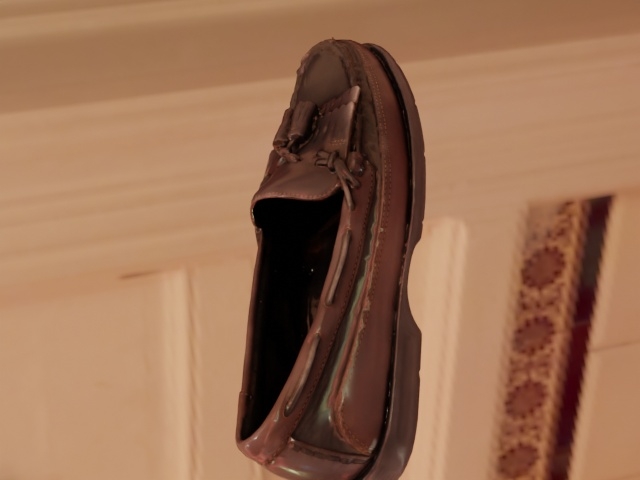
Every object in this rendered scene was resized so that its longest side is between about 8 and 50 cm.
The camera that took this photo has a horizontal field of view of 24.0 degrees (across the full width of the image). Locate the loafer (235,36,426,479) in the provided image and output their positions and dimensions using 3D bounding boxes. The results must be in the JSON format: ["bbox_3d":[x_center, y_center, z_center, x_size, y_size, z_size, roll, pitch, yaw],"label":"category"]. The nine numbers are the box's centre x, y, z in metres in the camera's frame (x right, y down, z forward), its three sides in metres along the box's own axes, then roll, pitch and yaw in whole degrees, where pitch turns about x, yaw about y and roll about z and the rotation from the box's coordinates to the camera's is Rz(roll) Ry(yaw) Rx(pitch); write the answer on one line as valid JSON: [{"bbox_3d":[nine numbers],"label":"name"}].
[{"bbox_3d":[0.000,0.000,0.894,0.109,0.095,0.303,-35,48,47],"label":"loafer"}]
